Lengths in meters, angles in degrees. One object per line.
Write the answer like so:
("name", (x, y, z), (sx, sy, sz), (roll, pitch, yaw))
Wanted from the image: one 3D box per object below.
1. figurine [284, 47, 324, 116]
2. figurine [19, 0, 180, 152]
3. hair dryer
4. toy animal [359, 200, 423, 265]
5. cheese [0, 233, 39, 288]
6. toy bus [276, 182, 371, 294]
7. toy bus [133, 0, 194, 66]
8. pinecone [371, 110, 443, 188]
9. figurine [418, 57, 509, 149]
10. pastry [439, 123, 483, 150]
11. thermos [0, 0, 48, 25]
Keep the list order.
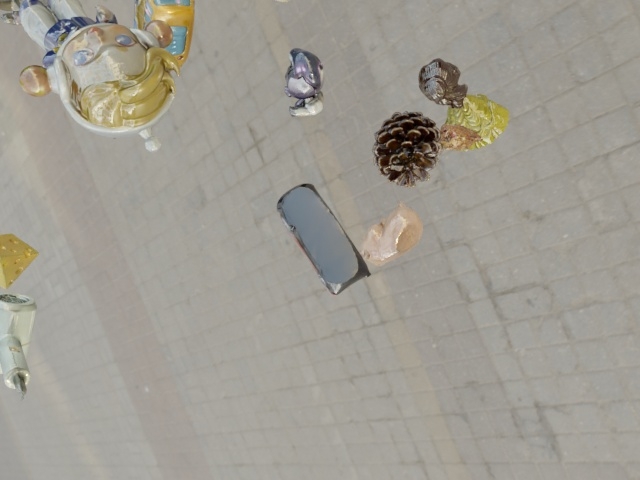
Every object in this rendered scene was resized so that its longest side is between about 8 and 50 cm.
("figurine", (-0.048, -0.498, 1.786), (0.145, 0.145, 0.222), (29, 149, 33))
("figurine", (-0.308, -0.233, 0.744), (0.274, 0.194, 0.133), (24, 144, 15))
("hair dryer", (-0.671, 0.248, 1.236), (0.357, 0.107, 0.173), (23, 102, 52))
("toy animal", (0.248, -0.010, 1.980), (0.250, 0.166, 0.154), (-42, 43, 23))
("cheese", (-0.797, 0.035, 1.389), (0.093, 0.126, 0.171), (35, 161, 0))
("toy bus", (0.000, 0.000, 1.500), (0.303, 0.127, 0.147), (55, 171, 4))
("toy bus", (-0.359, -0.505, 1.312), (0.136, 0.126, 0.209), (69, 152, 21))
("pinecone", (0.193, -0.192, 1.254), (0.162, 0.165, 0.163), (5, 132, 5))
("figurine", (0.389, -0.408, 1.618), (0.187, 0.315, 0.168), (9, 73, 45))
("pastry", (0.340, -0.254, 1.403), (0.087, 0.169, 0.063), (38, 115, 23))
("thermos", (-0.433, -0.405, 0.824), (0.105, 0.137, 0.193), (52, 137, 18))
